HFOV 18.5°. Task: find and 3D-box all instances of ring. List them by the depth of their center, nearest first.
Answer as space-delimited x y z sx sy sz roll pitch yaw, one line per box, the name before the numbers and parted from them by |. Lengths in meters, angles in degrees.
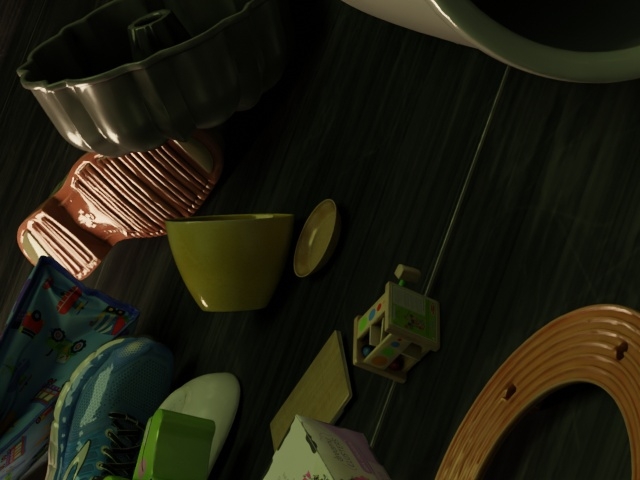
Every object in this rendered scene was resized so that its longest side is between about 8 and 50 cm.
ring | 0.159 0.205 1.361 0.336 0.032 0.337 -49 29 39

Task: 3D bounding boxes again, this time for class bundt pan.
bundt pan | -0.173 -0.202 2.261 0.331 0.124 0.331 -20 22 8

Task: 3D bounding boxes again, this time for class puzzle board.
puzzle board | -0.008 0.159 1.827 0.128 0.011 0.096 -57 25 27

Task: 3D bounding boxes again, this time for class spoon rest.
spoon rest | -0.162 0.257 2.031 0.276 0.084 0.137 -57 21 -11

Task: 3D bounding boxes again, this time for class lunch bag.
lunch bag | -0.347 0.200 2.257 0.293 0.138 0.221 -59 0 -27

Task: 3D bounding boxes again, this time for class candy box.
candy box | -0.010 0.264 1.544 0.196 0.070 0.165 -62 29 17

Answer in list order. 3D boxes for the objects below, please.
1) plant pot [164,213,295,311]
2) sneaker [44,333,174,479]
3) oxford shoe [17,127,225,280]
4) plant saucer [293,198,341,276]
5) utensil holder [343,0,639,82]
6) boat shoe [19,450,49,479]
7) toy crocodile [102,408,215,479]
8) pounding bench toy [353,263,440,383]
plant pot | -0.092 0.023 2.026 0.134 0.134 0.095 -174 82 -68
sneaker | -0.229 0.262 2.136 0.147 0.130 0.330 16 82 51
oxford shoe | -0.236 -0.082 2.443 0.397 0.140 0.146 -25 24 46
plant saucer | 0.000 0.000 1.958 0.083 0.015 0.083 -50 27 37
utensil holder | 0.140 -0.303 1.505 0.328 0.327 0.385 -66 20 3
boat shoe | -0.359 0.311 2.431 0.112 0.095 0.335 -35 20 -16
toy crocodile | -0.176 0.332 1.916 0.105 0.115 0.341 13 83 66
pounding bench toy | 0.063 0.069 1.688 0.065 0.052 0.083 -48 28 41
